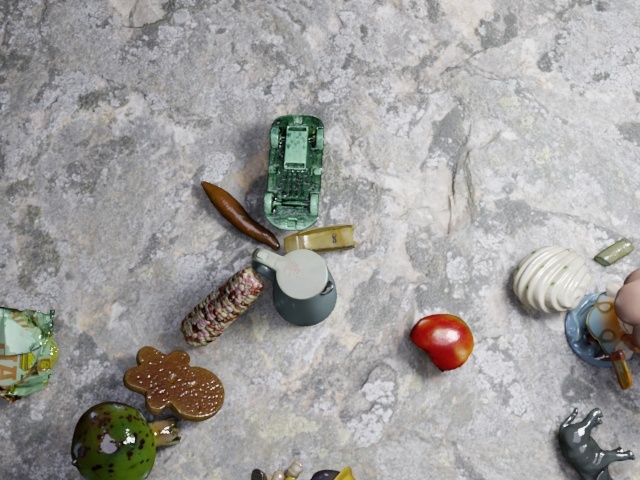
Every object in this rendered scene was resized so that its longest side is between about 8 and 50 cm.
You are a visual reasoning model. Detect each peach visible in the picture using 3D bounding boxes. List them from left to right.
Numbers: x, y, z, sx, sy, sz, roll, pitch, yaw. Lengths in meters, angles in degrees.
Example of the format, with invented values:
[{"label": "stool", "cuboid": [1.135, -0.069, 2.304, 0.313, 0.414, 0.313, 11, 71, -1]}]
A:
[{"label": "peach", "cuboid": [0.288, 0.229, 1.661, 0.151, 0.151, 0.118, -34, 121, -9]}]

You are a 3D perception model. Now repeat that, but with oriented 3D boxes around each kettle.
[{"label": "kettle", "cuboid": [-0.063, 0.089, 1.628, 0.210, 0.243, 0.160, 29, 76, 10]}]

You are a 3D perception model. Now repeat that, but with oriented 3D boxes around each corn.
[{"label": "corn", "cuboid": [-0.227, 0.154, 1.624, 0.280, 0.092, 0.092, -42, 74, 30]}]

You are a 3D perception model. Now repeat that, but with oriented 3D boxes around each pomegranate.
[{"label": "pomegranate", "cuboid": [-0.434, 0.452, 1.570, 0.247, 0.202, 0.202, -13, 72, -35]}]

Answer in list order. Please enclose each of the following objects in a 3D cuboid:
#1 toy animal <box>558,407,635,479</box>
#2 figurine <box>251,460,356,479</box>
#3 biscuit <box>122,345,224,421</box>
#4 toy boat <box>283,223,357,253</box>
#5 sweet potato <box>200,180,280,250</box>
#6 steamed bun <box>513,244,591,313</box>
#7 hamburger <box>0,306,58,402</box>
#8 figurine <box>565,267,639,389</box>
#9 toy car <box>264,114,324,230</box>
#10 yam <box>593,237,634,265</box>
[{"label": "toy animal", "cuboid": [0.640, 0.509, 1.591, 0.137, 0.082, 0.270, -25, 80, -4]}, {"label": "figurine", "cuboid": [-0.030, 0.578, 1.534, 0.256, 0.192, 0.167, -4, 101, 23]}, {"label": "biscuit", "cuboid": [-0.337, 0.337, 1.630, 0.236, 0.039, 0.180, 25, 42, 1]}, {"label": "toy boat", "cuboid": [0.000, 0.000, 1.697, 0.226, 0.088, 0.068, -9, 94, -42]}, {"label": "sweet potato", "cuboid": [-0.208, -0.061, 1.770, 0.264, 0.057, 0.057, 44, 79, 7]}, {"label": "steamed bun", "cuboid": [0.553, 0.086, 1.673, 0.182, 0.106, 0.183, -11, 54, 16]}, {"label": "hamburger", "cuboid": [-0.709, 0.249, 1.650, 0.214, 0.125, 0.235, 33, 81, 3]}, {"label": "figurine", "cuboid": [0.724, 0.174, 1.524, 0.248, 0.388, 0.277, -2, 72, -2]}, {"label": "toy car", "cuboid": [-0.062, -0.163, 1.759, 0.136, 0.125, 0.306, 2, 76, 2]}, {"label": "yam", "cuboid": [0.732, 0.031, 1.742, 0.094, 0.043, 0.043, -32, 77, -7]}]
